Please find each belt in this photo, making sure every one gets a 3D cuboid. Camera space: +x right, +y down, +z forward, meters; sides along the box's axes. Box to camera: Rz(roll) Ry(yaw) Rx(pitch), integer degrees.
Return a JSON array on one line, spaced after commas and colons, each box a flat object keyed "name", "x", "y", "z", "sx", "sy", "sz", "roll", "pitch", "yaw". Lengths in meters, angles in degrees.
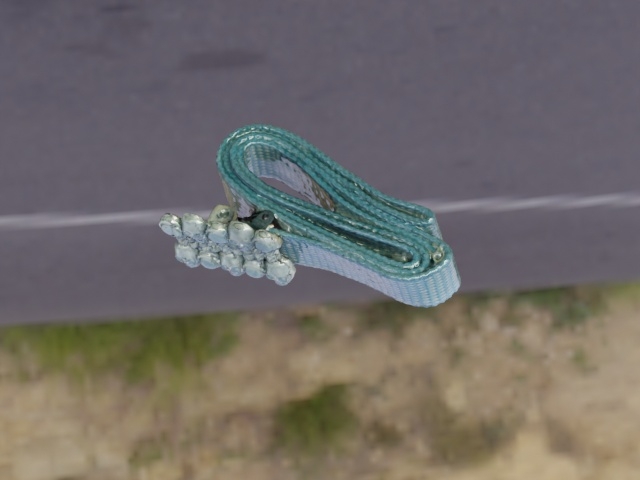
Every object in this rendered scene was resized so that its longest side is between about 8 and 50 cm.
[{"name": "belt", "x": -0.001, "y": -0.002, "z": 1.202, "sx": 0.179, "sy": 0.100, "sz": 0.065, "roll": 25, "pitch": 157, "yaw": 26}]
